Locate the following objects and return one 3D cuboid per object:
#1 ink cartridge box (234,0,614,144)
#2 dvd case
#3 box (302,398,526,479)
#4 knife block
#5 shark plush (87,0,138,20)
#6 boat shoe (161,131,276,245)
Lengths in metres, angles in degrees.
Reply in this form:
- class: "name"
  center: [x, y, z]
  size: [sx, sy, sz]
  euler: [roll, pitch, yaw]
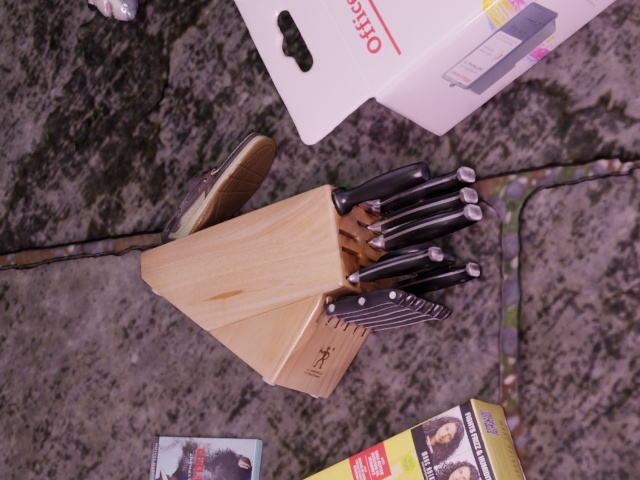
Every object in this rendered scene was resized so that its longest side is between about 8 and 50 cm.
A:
- class: "ink cartridge box"
  center: [0.112, -0.238, 1.469]
  size: [0.353, 0.119, 0.207]
  euler: [-37, 59, 20]
- class: "dvd case"
  center: [-0.107, 0.221, 1.561]
  size: [0.119, 0.013, 0.087]
  euler: [-2, 75, 36]
- class: "box"
  center: [0.054, 0.215, 1.419]
  size: [0.232, 0.058, 0.087]
  euler: [-28, 63, 27]
- class: "knife block"
  center: [0.000, 0.000, 1.502]
  size: [0.275, 0.088, 0.242]
  euler: [35, 97, 37]
- class: "shark plush"
  center: [-0.201, -0.297, 1.773]
  size: [0.067, 0.073, 0.161]
  euler: [6, 59, 17]
- class: "boat shoe"
  center: [-0.101, -0.044, 1.606]
  size: [0.049, 0.056, 0.152]
  euler: [45, 104, 30]
